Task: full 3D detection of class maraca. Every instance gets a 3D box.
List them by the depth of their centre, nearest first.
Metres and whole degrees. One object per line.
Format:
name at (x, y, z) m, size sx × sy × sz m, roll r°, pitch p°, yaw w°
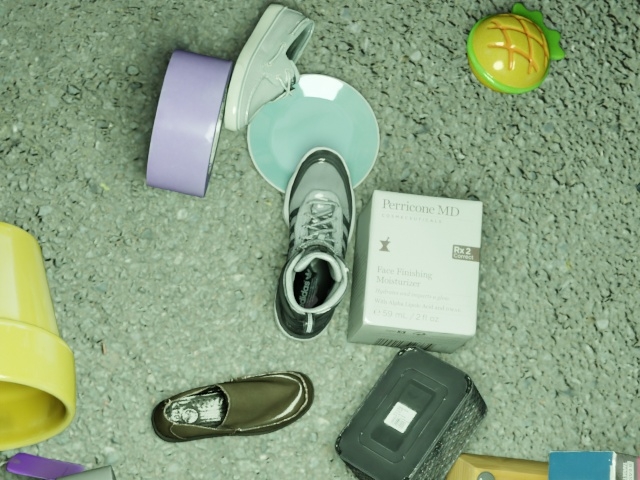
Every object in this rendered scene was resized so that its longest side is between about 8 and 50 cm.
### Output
maraca at (0.281, -0.276, 1.933) m, size 0.127 × 0.099 × 0.186 m, roll 51°, pitch 51°, yaw 2°

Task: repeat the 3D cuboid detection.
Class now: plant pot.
plant pot at (-0.436, 0.113, 1.695) m, size 0.254 × 0.254 × 0.239 m, roll -2°, pitch 62°, yaw -6°

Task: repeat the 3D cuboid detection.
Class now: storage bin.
storage bin at (0.119, 0.244, 1.765) m, size 0.122 × 0.084 × 0.180 m, roll 27°, pitch 72°, yaw 34°

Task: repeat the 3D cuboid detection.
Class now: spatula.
spatula at (-0.455, 0.300, 1.731) m, size 0.296 × 0.084 × 0.030 m, roll -5°, pitch 97°, yaw -1°

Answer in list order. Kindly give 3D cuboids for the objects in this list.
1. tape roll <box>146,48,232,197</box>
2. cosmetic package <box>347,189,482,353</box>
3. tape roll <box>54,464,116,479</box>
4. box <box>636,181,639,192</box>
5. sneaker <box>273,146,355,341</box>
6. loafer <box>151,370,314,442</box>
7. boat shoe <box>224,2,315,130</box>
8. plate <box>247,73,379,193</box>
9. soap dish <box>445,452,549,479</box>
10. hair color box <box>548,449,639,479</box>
tape roll at (-0.175, -0.157, 1.805) m, size 0.080 × 0.189 × 0.189 m, roll 11°, pitch 75°, yaw -3°
cosmetic package at (0.125, 0.045, 1.805) m, size 0.151 × 0.151 × 0.183 m, roll 6°, pitch 76°, yaw -6°
tape roll at (-0.267, 0.389, 1.645) m, size 0.072 × 0.219 × 0.219 m, roll -13°, pitch 78°, yaw -7°
box at (0.670, -0.028, 1.807) m, size 0.212 × 0.293 × 0.395 m, roll -39°, pitch 83°, yaw -14°
sneaker at (0.000, 0.000, 1.790) m, size 0.101 × 0.153 × 0.268 m, roll 8°, pitch 84°, yaw -7°
loafer at (-0.112, 0.222, 1.775) m, size 0.220 × 0.078 × 0.080 m, roll -14°, pitch 78°, yaw -9°
boat shoe at (-0.067, -0.239, 1.867) m, size 0.081 × 0.079 × 0.227 m, roll 16°, pitch 56°, yaw 9°
plate at (-0.010, -0.144, 1.904) m, size 0.188 × 0.024 × 0.188 m, roll 1°, pitch 76°, yaw -5°
soap dish at (0.271, 0.427, 1.745) m, size 0.229 × 0.118 × 0.291 m, roll 7°, pitch 75°, yaw -4°
hair color box at (0.431, 0.372, 1.691) m, size 0.347 × 0.105 × 0.174 m, roll 17°, pitch 72°, yaw -39°
